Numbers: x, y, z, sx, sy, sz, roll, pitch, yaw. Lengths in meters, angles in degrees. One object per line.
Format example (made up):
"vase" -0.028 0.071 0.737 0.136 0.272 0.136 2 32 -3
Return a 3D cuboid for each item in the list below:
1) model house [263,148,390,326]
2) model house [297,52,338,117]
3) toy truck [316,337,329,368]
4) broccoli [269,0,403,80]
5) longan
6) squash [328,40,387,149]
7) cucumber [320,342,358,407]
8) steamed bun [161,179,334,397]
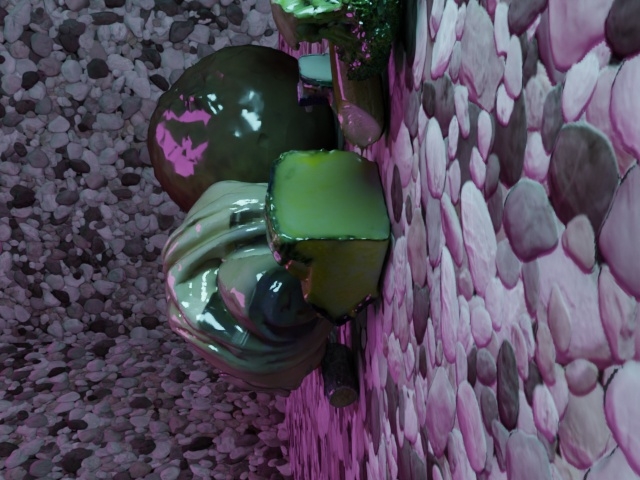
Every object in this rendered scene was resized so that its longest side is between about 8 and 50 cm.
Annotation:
"model house" 0.000 0.000 1.112 0.211 0.170 0.194 95 169 -47
"model house" 0.012 -0.247 1.246 0.100 0.100 0.088 94 170 -45
"toy truck" -0.049 0.141 1.636 0.265 0.239 0.189 -51 -2 -13
"broccoli" 0.029 -0.282 0.904 0.195 0.156 0.195 49 158 27
"longan" -0.159 -0.211 1.533 0.391 0.391 0.391 179 90 -83
"squash" 0.047 -0.242 1.029 0.069 0.069 0.239 133 130 -81
"cucumber" 0.031 0.239 1.329 0.064 0.064 0.112 96 171 -48
"steamed bun" -0.089 0.082 1.262 0.237 0.346 0.394 -168 56 -77
